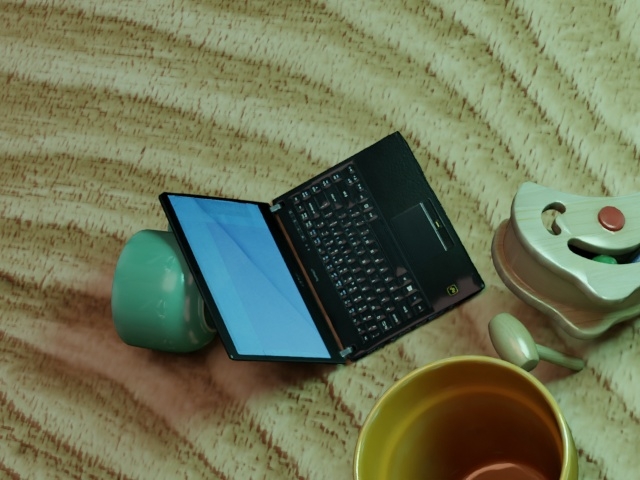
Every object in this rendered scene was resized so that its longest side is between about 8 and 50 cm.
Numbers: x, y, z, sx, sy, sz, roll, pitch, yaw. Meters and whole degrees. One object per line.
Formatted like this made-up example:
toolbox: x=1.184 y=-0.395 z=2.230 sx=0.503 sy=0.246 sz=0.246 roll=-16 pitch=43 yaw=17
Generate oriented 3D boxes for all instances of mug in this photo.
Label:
mug: x=-0.153 y=0.044 z=2.006 sx=0.097 sy=0.129 sz=0.157 roll=8 pitch=92 yaw=22

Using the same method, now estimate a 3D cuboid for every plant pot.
plant pot: x=0.155 y=0.239 z=1.761 sx=0.205 sy=0.188 sz=0.205 roll=-8 pitch=62 yaw=16

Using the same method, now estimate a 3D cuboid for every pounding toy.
pounding toy: x=0.254 y=0.029 z=1.863 sx=0.269 sy=0.155 sz=0.154 roll=-23 pitch=64 yaw=-29

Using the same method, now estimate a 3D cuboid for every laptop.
laptop: x=0.000 y=0.000 z=1.975 sx=0.264 sy=0.136 sz=0.234 roll=-29 pitch=58 yaw=4
